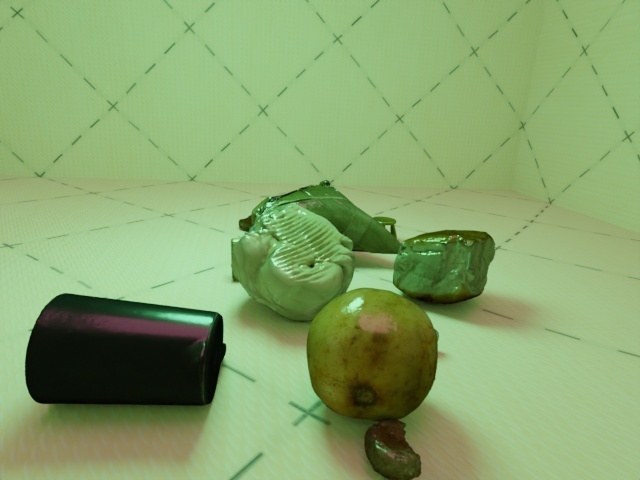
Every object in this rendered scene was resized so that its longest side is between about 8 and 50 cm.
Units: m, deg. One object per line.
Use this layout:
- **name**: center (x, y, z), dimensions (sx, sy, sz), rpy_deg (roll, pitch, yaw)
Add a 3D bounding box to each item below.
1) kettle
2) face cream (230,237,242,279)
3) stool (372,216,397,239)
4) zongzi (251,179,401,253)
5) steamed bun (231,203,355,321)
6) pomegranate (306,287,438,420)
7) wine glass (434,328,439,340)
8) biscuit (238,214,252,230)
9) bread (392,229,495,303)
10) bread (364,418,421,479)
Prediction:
- **kettle**: center (-0.355, 0.233, 0.861), dimensions (0.307, 0.262, 0.203), rpy_deg (5, 52, -4)
- **face cream**: center (-0.153, 0.057, 1.457), dimensions (0.284, 0.140, 0.067), rpy_deg (-2, 8, -11)
- **stool**: center (0.272, -0.041, 1.919), dimensions (0.134, 0.111, 0.135), rpy_deg (4, 18, 6)
- **zongzi**: center (0.004, -0.019, 1.536), dimensions (0.466, 0.218, 0.499), rpy_deg (30, 35, 33)
- **steamed bun**: center (-0.088, 0.078, 1.262), dimensions (0.352, 0.247, 0.339), rpy_deg (34, 37, 13)
- **pomegranate**: center (0.100, 0.215, 0.848), dimensions (0.260, 0.261, 0.260), rpy_deg (3, 17, -1)
- **wine glass**: center (0.237, 0.221, 1.137), dimensions (0.073, 0.074, 0.155), rpy_deg (-5, 22, -26)
- **biscuit**: center (-0.226, -0.076, 2.037), dimensions (0.272, 0.049, 0.257), rpy_deg (10, 21, 24)
- **bread**: center (0.378, 0.080, 1.357), dimensions (0.278, 0.225, 0.250), rpy_deg (2, 7, 37)
- **bread**: center (0.113, 0.347, 0.718), dimensions (0.082, 0.060, 0.113), rpy_deg (3, 15, -4)
